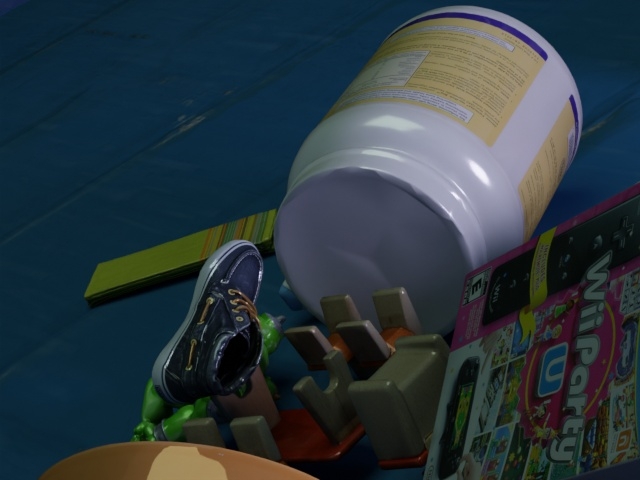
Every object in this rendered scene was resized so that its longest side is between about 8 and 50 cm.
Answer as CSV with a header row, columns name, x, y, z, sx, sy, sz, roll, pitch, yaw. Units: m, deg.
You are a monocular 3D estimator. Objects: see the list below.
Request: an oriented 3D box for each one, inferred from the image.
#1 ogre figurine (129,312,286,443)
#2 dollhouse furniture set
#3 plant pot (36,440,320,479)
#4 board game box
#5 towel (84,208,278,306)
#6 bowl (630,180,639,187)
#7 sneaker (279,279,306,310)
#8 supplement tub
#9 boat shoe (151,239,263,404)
name,x,y,z,sx,sy,sz,roll,pitch,yaw
ogre figurine,-0.104,0.132,1.677,0.118,0.097,0.197,-16,11,39
dollhouse furniture set,0.023,0.167,1.511,0.259,0.135,0.262,-10,25,49
plant pot,-0.086,0.298,1.141,0.290,0.291,0.203,-9,44,25
board game box,0.201,0.094,1.261,0.303,0.097,0.224,-32,40,57
towel,-0.161,0.020,2.040,0.237,0.021,0.102,-17,19,11
bowl,0.342,0.035,1.441,0.311,0.163,0.311,-18,25,9
sneaker,0.000,0.000,1.879,0.086,0.085,0.237,-25,19,18
supplement tub,0.110,-0.067,1.735,0.241,0.241,0.331,-6,28,30
boat shoe,-0.078,0.073,1.579,0.083,0.065,0.183,-7,45,41
